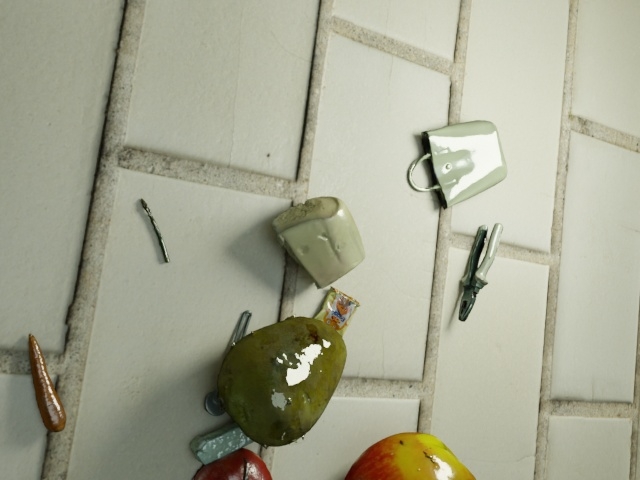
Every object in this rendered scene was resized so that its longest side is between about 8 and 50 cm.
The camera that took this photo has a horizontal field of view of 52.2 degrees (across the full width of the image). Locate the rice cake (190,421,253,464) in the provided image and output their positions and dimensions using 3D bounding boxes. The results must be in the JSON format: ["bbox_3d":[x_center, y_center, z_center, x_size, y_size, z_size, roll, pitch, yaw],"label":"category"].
[{"bbox_3d":[-0.212,0.473,1.571,0.206,0.069,0.063,-17,93,-33],"label":"rice cake"}]

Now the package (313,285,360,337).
[{"bbox_3d":[0.045,0.193,1.756,0.108,0.031,0.121,36,71,-24],"label":"package"}]

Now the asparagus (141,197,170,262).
[{"bbox_3d":[-0.384,-0.024,1.527,0.016,0.016,0.163,-22,100,-10],"label":"asparagus"}]

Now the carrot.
[{"bbox_3d":[-0.585,0.301,1.378,0.048,0.048,0.216,-17,91,-30],"label":"carrot"}]

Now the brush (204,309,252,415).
[{"bbox_3d":[-0.220,0.298,1.603,0.062,0.027,0.266,28,70,-27],"label":"brush"}]

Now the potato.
[{"bbox_3d":[-0.089,0.311,1.556,0.270,0.219,0.359,44,42,0],"label":"potato"}]

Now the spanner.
[{"bbox_3d":[0.477,0.094,1.978,0.040,0.095,0.325,30,72,-25],"label":"spanner"}]

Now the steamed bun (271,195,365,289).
[{"bbox_3d":[0.000,0.000,1.685,0.200,0.170,0.226,-23,119,2],"label":"steamed bun"}]

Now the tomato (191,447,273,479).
[{"bbox_3d":[-0.198,0.621,1.552,0.227,0.101,0.228,1,87,-27],"label":"tomato"}]

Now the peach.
[{"bbox_3d":[0.222,0.677,1.669,0.370,0.370,0.370,2,86,-30],"label":"peach"}]

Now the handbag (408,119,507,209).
[{"bbox_3d":[0.406,-0.230,1.955,0.315,0.109,0.241,-20,96,-26],"label":"handbag"}]
